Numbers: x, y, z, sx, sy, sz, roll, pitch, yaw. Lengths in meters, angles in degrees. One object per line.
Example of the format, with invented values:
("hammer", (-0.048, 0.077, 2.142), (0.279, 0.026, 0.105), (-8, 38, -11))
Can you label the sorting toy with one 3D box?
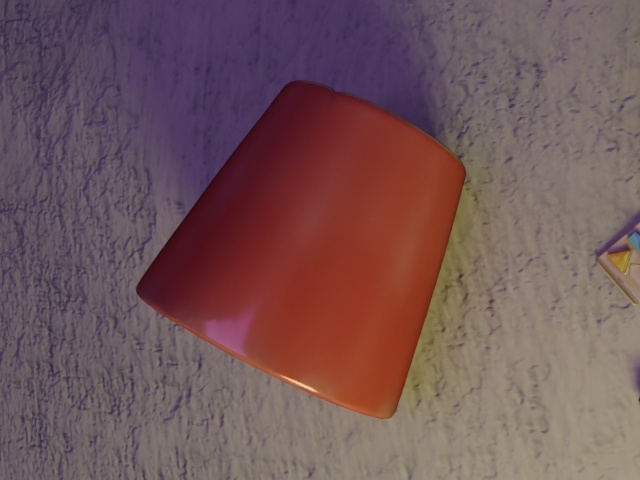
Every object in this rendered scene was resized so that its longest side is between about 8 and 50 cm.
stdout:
("sorting toy", (0.294, 0.029, 0.726), (0.062, 0.012, 0.083), (-44, 64, 20))

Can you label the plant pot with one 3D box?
("plant pot", (0.000, 0.000, 0.781), (0.275, 0.275, 0.243), (24, 86, 32))

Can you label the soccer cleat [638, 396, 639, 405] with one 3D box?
("soccer cleat", (0.313, 0.130, 0.695), (0.083, 0.029, 0.035), (-29, 79, 29))
